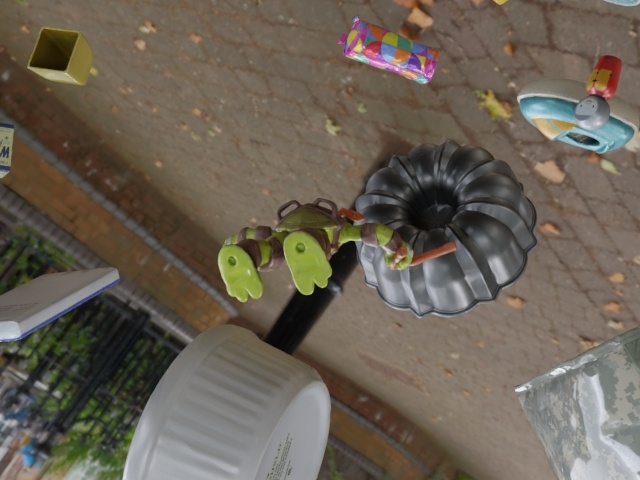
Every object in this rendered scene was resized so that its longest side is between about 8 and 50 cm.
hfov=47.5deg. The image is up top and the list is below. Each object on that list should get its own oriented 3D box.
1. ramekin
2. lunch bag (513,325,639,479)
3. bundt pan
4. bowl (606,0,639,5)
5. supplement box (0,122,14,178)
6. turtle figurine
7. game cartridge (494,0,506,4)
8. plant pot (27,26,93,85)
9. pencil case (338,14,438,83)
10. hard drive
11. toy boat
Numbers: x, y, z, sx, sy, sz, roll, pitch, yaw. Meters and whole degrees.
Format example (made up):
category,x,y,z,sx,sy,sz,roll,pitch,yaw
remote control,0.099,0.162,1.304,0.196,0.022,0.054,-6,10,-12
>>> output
category,x,y,z,sx,sy,sz,roll,pitch,yaw
ramekin,-0.088,0.239,0.813,0.127,0.273,0.273,15,160,21
lunch bag,0.387,0.240,0.891,0.287,0.168,0.235,98,152,-70
bundt pan,0.199,-0.039,1.254,0.330,0.331,0.124,24,162,34
bowl,0.501,-0.587,1.349,0.311,0.163,0.311,29,-167,-7
supplement box,-0.568,-0.156,1.254,0.056,0.083,0.083,6,173,-32
turtle figurine,0.000,0.000,0.763,0.269,0.087,0.217,4,-168,16
game cartridge,0.295,-0.509,1.085,0.323,0.053,0.285,15,147,-43
plant pot,-0.448,-0.316,1.283,0.081,0.082,0.083,11,166,15
pencil case,0.169,-0.458,1.765,0.236,0.105,0.104,16,172,-19
hard drive,-0.587,0.129,1.484,0.210,0.040,0.318,-6,-166,20
toy boat,0.554,-0.271,1.549,0.267,0.148,0.318,20,175,8
